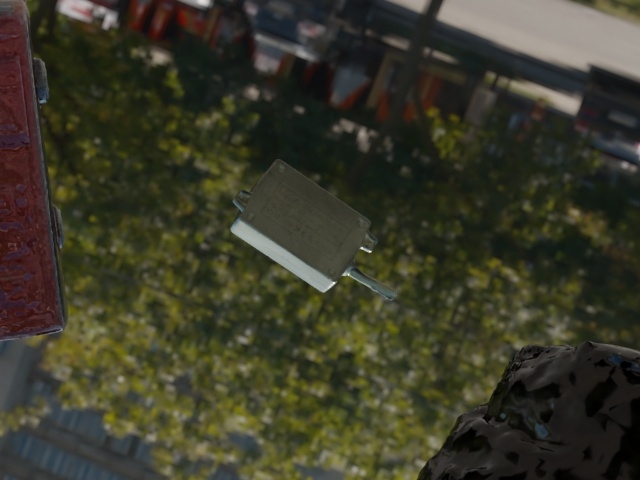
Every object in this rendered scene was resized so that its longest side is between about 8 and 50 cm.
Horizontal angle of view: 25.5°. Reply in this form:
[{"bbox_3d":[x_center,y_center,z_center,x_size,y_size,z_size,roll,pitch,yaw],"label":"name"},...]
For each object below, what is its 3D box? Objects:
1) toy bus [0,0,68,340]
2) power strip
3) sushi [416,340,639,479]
[{"bbox_3d":[-0.179,-0.040,0.793,0.065,0.192,0.077,-8,-170,-11],"label":"toy bus"},{"bbox_3d":[0.000,0.000,1.292,0.175,0.075,0.042,35,156,-6],"label":"power strip"},{"bbox_3d":[0.188,0.191,0.643,0.350,0.171,0.211,41,159,-29],"label":"sushi"}]
